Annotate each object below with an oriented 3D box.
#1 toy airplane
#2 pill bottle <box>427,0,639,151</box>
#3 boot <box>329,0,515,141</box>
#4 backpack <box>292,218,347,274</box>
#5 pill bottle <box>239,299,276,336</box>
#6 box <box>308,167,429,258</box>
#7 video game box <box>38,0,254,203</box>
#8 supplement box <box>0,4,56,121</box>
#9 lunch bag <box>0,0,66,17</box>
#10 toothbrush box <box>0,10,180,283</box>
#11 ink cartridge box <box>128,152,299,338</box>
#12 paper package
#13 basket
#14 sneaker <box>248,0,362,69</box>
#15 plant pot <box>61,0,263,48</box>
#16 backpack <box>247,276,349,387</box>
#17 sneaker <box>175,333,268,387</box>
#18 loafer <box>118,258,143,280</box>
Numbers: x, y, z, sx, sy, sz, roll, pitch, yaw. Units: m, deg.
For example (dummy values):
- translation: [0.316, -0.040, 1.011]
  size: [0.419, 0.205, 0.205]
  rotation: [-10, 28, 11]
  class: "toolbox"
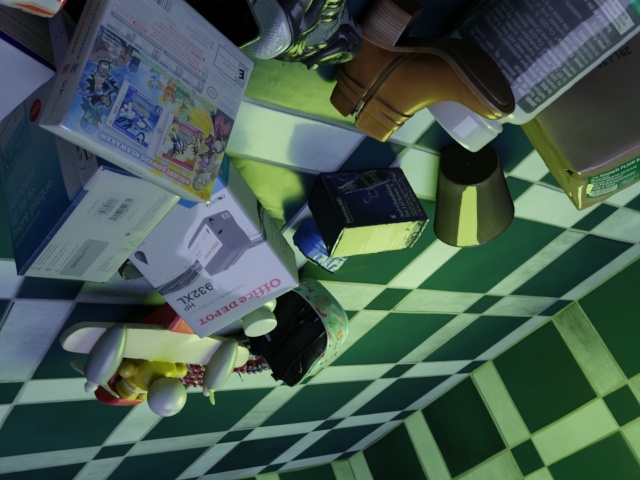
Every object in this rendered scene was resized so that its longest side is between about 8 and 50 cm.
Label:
- translation: [-0.350, 0.258, 1.408]
  size: [0.386, 0.273, 0.384]
  rotation: [-14, 147, -14]
  class: "toy airplane"
- translation: [0.345, -0.327, 1.026]
  size: [0.361, 0.204, 0.204]
  rotation: [-41, 145, 26]
  class: "pill bottle"
- translation: [0.149, -0.232, 0.995]
  size: [0.109, 0.283, 0.220]
  rotation: [-45, 171, -47]
  class: "boot"
- translation: [0.000, 0.000, 1.415]
  size: [0.120, 0.098, 0.101]
  rotation: [28, 102, -42]
  class: "backpack"
- translation: [-0.160, 0.119, 1.401]
  size: [0.103, 0.184, 0.103]
  rotation: [-17, 149, -10]
  class: "pill bottle"
- translation: [0.099, -0.061, 1.324]
  size: [0.207, 0.153, 0.108]
  rotation: [-8, 146, -25]
  class: "box"
- translation: [-0.172, -0.161, 0.663]
  size: [0.048, 0.187, 0.205]
  rotation: [6, 165, 35]
  class: "video game box"
- translation: [-0.377, -0.247, 0.667]
  size: [0.111, 0.220, 0.114]
  rotation: [-32, 149, 17]
  class: "supplement box"
- translation: [-0.271, -0.342, 0.524]
  size: [0.120, 0.293, 0.258]
  rotation: [-1, 142, -39]
  class: "lunch bag"
- translation: [-0.316, -0.125, 0.819]
  size: [0.216, 0.296, 0.126]
  rotation: [-41, 147, 29]
  class: "toothbrush box"
- translation: [-0.210, -0.005, 1.111]
  size: [0.223, 0.129, 0.307]
  rotation: [-29, 119, 9]
  class: "ink cartridge box"
- translation: [0.551, -0.270, 1.144]
  size: [0.324, 0.310, 0.168]
  rotation: [-27, 148, 10]
  class: "paper package"
- translation: [0.344, -0.111, 1.417]
  size: [0.204, 0.154, 0.227]
  rotation: [-26, 145, 2]
  class: "basket"
- translation: [0.019, -0.352, 0.885]
  size: [0.153, 0.101, 0.268]
  rotation: [9, 143, -42]
  class: "sneaker"
- translation: [-0.202, -0.318, 0.723]
  size: [0.188, 0.167, 0.187]
  rotation: [-25, 148, 1]
  class: "plant pot"
- translation: [-0.045, 0.225, 1.609]
  size: [0.191, 0.225, 0.254]
  rotation: [-23, 154, -46]
  class: "backpack"
- translation: [-0.277, 0.329, 1.731]
  size: [0.299, 0.112, 0.121]
  rotation: [-5, 106, -8]
  class: "sneaker"
- translation: [-0.310, 0.014, 1.239]
  size: [0.267, 0.084, 0.096]
  rotation: [-36, 148, 20]
  class: "loafer"
